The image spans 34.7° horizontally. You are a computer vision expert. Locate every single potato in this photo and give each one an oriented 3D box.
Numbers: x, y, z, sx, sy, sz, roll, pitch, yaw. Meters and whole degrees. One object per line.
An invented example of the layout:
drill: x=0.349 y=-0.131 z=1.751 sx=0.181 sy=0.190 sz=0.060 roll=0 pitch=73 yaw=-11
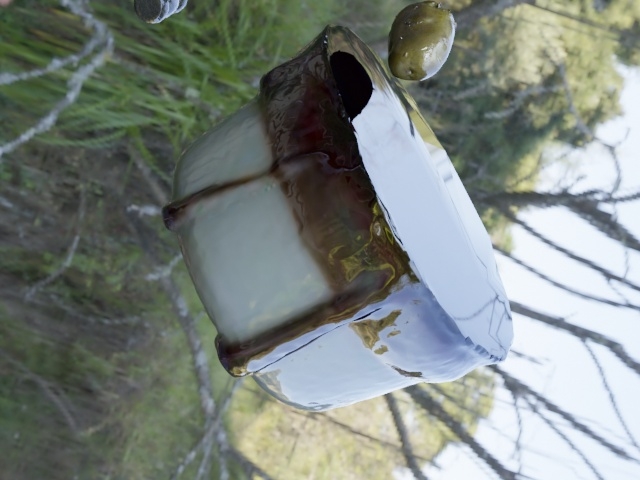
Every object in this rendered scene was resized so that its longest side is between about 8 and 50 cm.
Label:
potato: x=0.075 y=-0.151 z=0.769 sx=0.051 sy=0.040 sz=0.083 roll=-21 pitch=-146 yaw=30

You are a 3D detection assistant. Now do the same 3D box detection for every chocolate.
chocolate: x=0.000 y=0.000 z=0.764 sx=0.186 sy=0.283 sz=0.283 roll=-26 pitch=-161 yaw=20

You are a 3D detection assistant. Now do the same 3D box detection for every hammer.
hammer: x=-0.160 y=-0.309 z=0.764 sx=0.058 sy=0.029 sz=0.292 roll=-66 pitch=143 yaw=-65
